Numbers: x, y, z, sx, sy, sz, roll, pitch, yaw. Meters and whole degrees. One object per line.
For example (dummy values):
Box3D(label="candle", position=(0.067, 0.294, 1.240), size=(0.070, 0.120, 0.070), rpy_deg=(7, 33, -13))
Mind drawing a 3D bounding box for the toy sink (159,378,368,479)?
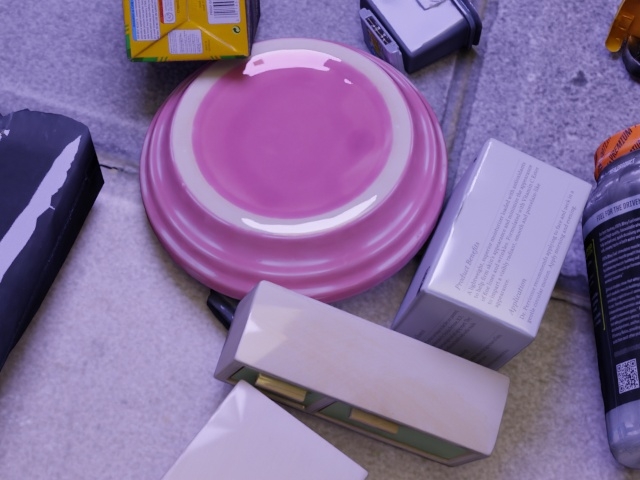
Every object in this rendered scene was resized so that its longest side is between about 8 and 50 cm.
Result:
Box3D(label="toy sink", position=(-0.090, 0.278, 1.108), size=(0.153, 0.131, 0.234), rpy_deg=(35, 64, 6))

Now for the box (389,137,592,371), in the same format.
Box3D(label="box", position=(0.170, 0.024, 1.209), size=(0.119, 0.182, 0.181), rpy_deg=(25, 69, 0))

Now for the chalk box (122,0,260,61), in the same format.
Box3D(label="chalk box", position=(-0.136, -0.288, 1.283), size=(0.132, 0.132, 0.213), rpy_deg=(-2, 25, 1))

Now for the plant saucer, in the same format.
Box3D(label="plant saucer", position=(-0.029, -0.093, 1.247), size=(0.332, 0.084, 0.332), rpy_deg=(-1, 60, 1))

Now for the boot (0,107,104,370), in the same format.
Box3D(label="boot", position=(-0.454, 0.035, 1.121), size=(0.367, 0.146, 0.445), rpy_deg=(20, 63, -2))

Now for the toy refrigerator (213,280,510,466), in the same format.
Box3D(label="toy refrigerator", position=(0.039, 0.140, 1.167), size=(0.270, 0.102, 0.094), rpy_deg=(23, 68, -11))

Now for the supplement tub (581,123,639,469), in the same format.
Box3D(label="supplement tub", position=(0.382, 0.056, 1.211), size=(0.207, 0.207, 0.337), rpy_deg=(0, 70, -7))

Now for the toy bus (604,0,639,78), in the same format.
Box3D(label="toy bus", position=(0.473, -0.282, 1.393), size=(0.220, 0.149, 0.211), rpy_deg=(23, 55, 4))

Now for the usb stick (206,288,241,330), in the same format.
Box3D(label="usb stick", position=(0.000, 0.000, 1.269), size=(0.278, 0.045, 0.077), rpy_deg=(-40, 80, -18))

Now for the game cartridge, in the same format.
Box3D(label="game cartridge", position=(0.070, -0.222, 1.349), size=(0.017, 0.056, 0.083), rpy_deg=(-29, 54, -4))

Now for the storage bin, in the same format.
Box3D(label="storage bin", position=(0.111, -0.266, 1.363), size=(0.091, 0.098, 0.135), rpy_deg=(-34, 77, -7))
